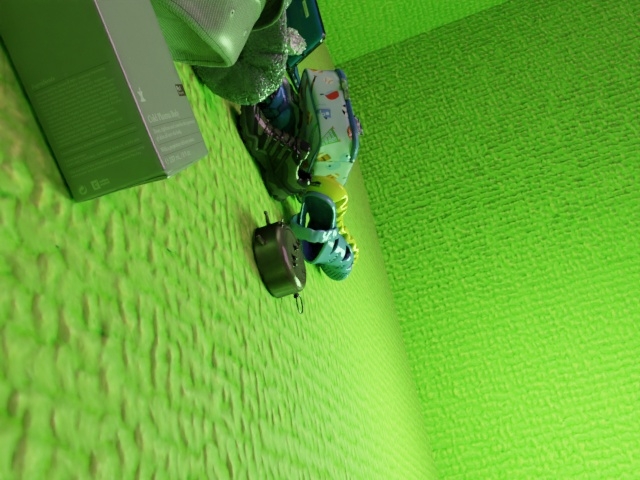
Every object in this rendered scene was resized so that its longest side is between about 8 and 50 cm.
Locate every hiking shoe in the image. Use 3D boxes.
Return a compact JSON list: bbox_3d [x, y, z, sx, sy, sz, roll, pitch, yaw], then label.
[{"bbox_3d":[-0.079,-0.191,1.183,0.086,0.114,0.227,-93,162,-54],"label":"hiking shoe"},{"bbox_3d":[-0.133,-0.331,1.254,0.132,0.113,0.304,-31,113,-48],"label":"hiking shoe"}]

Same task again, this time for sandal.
[{"bbox_3d":[0.000,0.000,1.351,0.138,0.126,0.317,-57,149,-27],"label":"sandal"}]

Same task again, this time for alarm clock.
[{"bbox_3d":[-0.060,0.048,1.052,0.129,0.064,0.192,-86,159,-63],"label":"alarm clock"}]

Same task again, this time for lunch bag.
[{"bbox_3d":[-0.001,-0.239,1.364,0.303,0.114,0.243,117,-33,-60],"label":"lunch bag"}]

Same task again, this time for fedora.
[{"bbox_3d":[-0.172,-0.304,0.741,0.275,0.243,0.124,64,39,-77],"label":"fedora"}]

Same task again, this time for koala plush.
[{"bbox_3d":[-0.126,-0.349,1.059,0.221,0.196,0.203,-74,157,-72],"label":"koala plush"}]

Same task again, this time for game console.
[{"bbox_3d":[-0.052,-0.662,1.964,0.173,0.250,0.293,17,52,-45],"label":"game console"}]

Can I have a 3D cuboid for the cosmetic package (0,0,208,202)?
[{"bbox_3d":[-0.204,-0.167,0.548,0.127,0.107,0.238,-66,141,-70],"label":"cosmetic package"}]
